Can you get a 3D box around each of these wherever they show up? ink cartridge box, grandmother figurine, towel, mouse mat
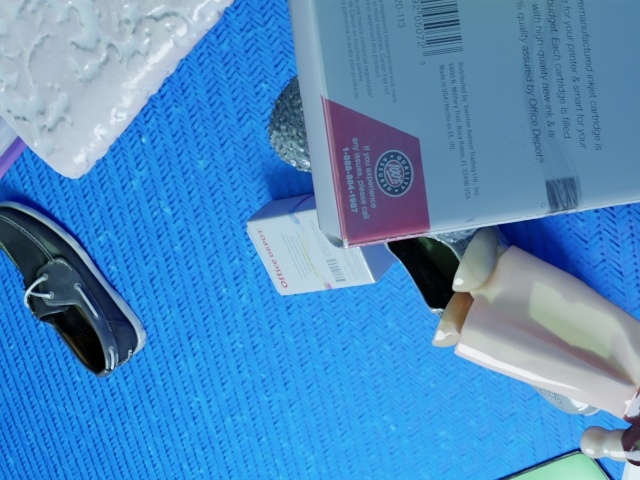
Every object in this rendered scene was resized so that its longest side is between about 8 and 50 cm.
[{"bbox_3d":[0.000,0.000,1.450,0.122,0.052,0.088,-10,114,37],"label":"ink cartridge box"},{"bbox_3d":[0.264,0.117,1.207,0.342,0.104,0.208,25,142,13],"label":"grandmother figurine"},{"bbox_3d":[0.131,-0.118,1.084,0.283,0.117,0.207,-9,95,-8],"label":"ink cartridge box"},{"bbox_3d":[-0.259,-0.262,1.396,0.317,0.053,0.332,44,125,-4],"label":"towel"},{"bbox_3d":[0.271,0.303,1.512,0.152,0.007,0.190,-31,99,43],"label":"mouse mat"}]

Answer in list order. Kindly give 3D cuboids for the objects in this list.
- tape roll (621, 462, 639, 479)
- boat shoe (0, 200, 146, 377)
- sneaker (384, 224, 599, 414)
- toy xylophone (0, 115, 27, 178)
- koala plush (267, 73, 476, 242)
[{"bbox_3d":[0.459,0.263,1.311,0.392,0.072,0.392,18,130,23],"label":"tape roll"},{"bbox_3d":[-0.299,0.053,1.675,0.233,0.079,0.084,49,136,-3],"label":"boat shoe"},{"bbox_3d":[0.150,0.064,1.348,0.281,0.115,0.105,45,134,-1],"label":"sneaker"},{"bbox_3d":[-0.434,-0.184,1.498,0.323,0.236,0.081,46,127,-5],"label":"toy xylophone"},{"bbox_3d":[0.094,-0.150,1.221,0.196,0.203,0.221,27,112,4],"label":"koala plush"}]
